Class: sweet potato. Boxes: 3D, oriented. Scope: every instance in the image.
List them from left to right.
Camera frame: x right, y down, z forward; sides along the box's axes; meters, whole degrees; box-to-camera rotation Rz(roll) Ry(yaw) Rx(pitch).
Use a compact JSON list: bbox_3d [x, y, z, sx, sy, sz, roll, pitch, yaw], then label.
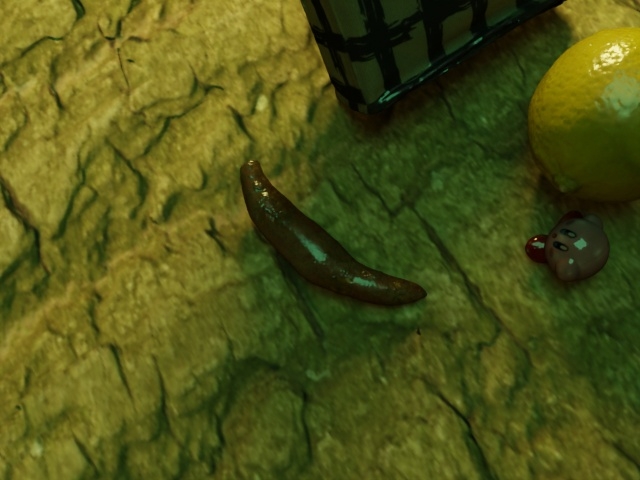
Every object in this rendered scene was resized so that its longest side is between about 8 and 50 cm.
[{"bbox_3d":[-0.004,0.008,0.952,0.255,0.058,0.078,36,56,11],"label":"sweet potato"}]

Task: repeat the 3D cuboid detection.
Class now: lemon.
[{"bbox_3d":[0.313,-0.129,0.917,0.178,0.178,0.203,34,74,15],"label":"lemon"}]

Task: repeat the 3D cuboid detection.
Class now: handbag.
[{"bbox_3d":[0.113,-0.355,0.948,0.327,0.325,0.162,-28,28,-10],"label":"handbag"}]

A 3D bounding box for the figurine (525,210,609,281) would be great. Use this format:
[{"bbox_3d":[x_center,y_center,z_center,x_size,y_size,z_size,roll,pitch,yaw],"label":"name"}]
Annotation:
[{"bbox_3d":[0.278,0.007,0.926,0.083,0.071,0.067,-49,115,-5],"label":"figurine"}]
